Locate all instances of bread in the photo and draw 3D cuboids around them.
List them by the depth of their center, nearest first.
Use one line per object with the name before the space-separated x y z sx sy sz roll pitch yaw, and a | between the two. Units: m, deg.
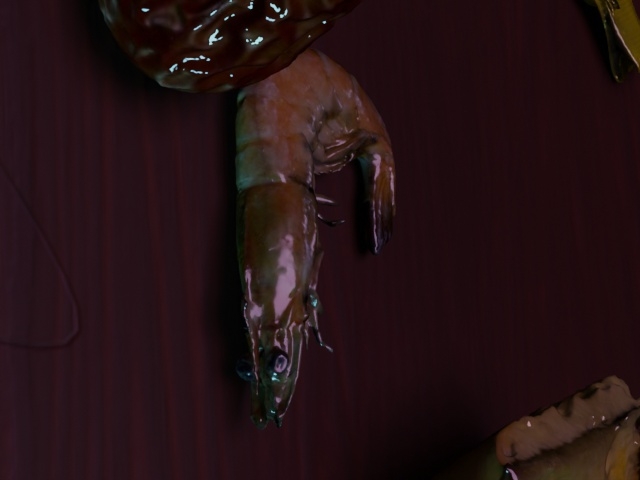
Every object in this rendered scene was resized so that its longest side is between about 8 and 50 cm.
bread | 0.140 0.231 1.205 0.204 0.162 0.262 -20 117 -44

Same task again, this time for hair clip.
hair clip | 0.259 -0.230 1.476 0.072 0.046 0.173 -43 111 -42

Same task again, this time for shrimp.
shrimp | 0.000 0.000 1.198 0.169 0.058 0.296 18 66 -41

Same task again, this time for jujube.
jujube | -0.041 -0.192 1.085 0.155 0.230 0.155 29 46 -35
